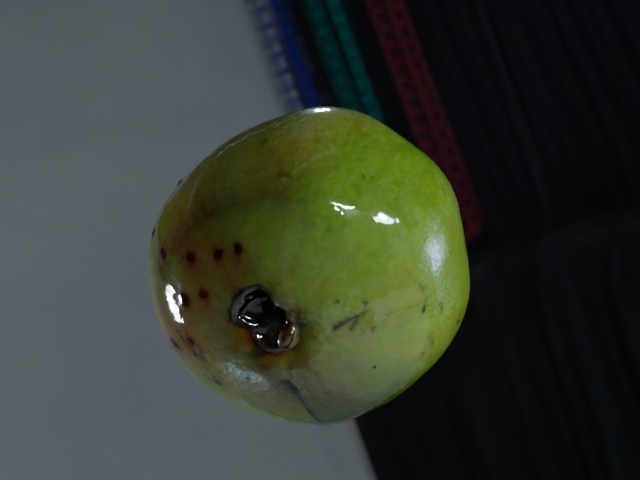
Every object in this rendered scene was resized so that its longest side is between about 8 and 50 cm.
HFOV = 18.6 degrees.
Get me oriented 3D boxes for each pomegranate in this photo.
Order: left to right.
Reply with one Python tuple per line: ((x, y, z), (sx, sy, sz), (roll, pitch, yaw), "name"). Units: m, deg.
((0.008, 0.000, 1.092), (0.210, 0.179, 0.179), (-47, 16, -33), "pomegranate")
